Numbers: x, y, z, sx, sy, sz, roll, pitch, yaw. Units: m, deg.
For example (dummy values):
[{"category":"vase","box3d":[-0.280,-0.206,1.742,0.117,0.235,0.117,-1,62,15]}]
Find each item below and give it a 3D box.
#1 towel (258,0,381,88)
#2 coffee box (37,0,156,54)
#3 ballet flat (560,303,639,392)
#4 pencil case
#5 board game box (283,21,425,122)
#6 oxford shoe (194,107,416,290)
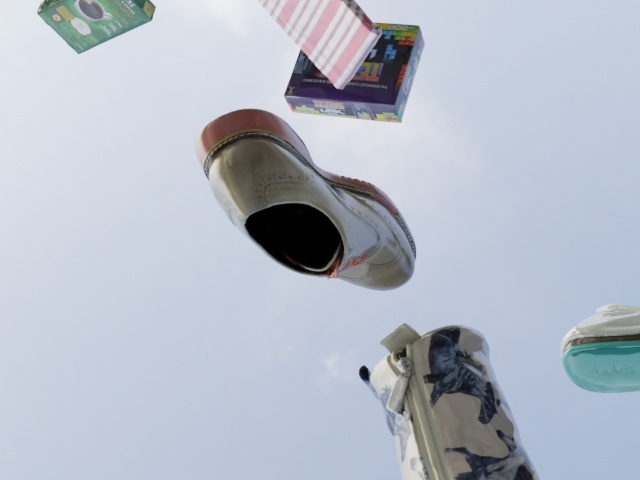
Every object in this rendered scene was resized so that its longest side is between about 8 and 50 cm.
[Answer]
[{"category":"towel","box3d":[-0.006,-0.308,1.442,0.029,0.144,0.197,-40,-94,-28]},{"category":"coffee box","box3d":[-0.393,-0.405,1.913,0.184,0.113,0.040,-17,-135,31]},{"category":"ballet flat","box3d":[0.478,0.119,1.283,0.400,0.139,0.139,-1,-141,41]},{"category":"pencil case","box3d":[0.169,0.294,1.218,0.183,0.160,0.410,22,-140,-41]},{"category":"board game box","box3d":[0.049,-0.245,1.557,0.170,0.048,0.141,8,-116,21]},{"category":"oxford shoe","box3d":[0.000,0.000,1.127,0.123,0.348,0.130,-34,-128,22]}]
